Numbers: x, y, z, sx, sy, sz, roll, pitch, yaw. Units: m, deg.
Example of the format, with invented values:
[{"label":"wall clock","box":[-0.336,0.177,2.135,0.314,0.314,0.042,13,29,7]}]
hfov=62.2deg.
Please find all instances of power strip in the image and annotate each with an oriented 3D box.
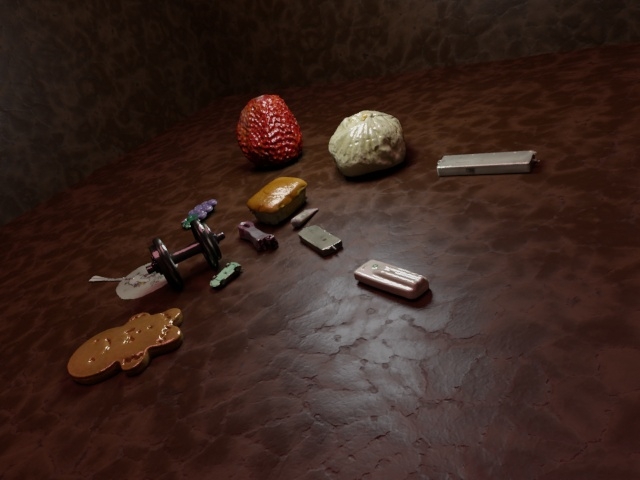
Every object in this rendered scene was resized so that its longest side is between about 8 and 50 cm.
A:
[{"label":"power strip","box":[0.608,-0.282,1.944,0.368,0.043,0.106,2,35,33]},{"label":"power strip","box":[0.000,0.000,1.820,0.080,0.029,0.227,-27,29,-19]}]

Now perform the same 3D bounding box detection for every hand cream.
[{"label":"hand cream","box":[-0.065,-0.091,2.016,0.061,0.039,0.143,-7,21,33]}]

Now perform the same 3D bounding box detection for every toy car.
[{"label":"toy car","box":[-0.319,0.119,1.792,0.059,0.035,0.122,13,50,44]}]

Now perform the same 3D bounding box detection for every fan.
[{"label":"fan","box":[-0.724,0.144,2.000,0.415,0.012,0.233,-3,32,25]}]

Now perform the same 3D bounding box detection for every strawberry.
[{"label":"strawberry","box":[-0.252,-0.521,2.539,0.312,0.351,0.267,-11,37,1]}]

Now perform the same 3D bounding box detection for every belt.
[{"label":"belt","box":[-0.239,-0.016,1.961,0.071,0.053,0.232,-25,29,-27]}]

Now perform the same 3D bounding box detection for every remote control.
[{"label":"remote control","box":[0.198,0.104,1.505,0.090,0.049,0.230,-34,31,-30]}]

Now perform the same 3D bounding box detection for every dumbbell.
[{"label":"dumbbell","box":[-0.467,0.042,1.850,0.290,0.192,0.192,-27,30,-16]}]

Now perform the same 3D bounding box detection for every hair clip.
[{"label":"hair clip","box":[-0.525,-0.110,2.305,0.124,0.052,0.195,1,42,45]}]

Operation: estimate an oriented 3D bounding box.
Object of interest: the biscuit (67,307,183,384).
[{"label":"biscuit","box":[-0.584,0.311,1.595,0.355,0.052,0.275,-18,29,-2]}]

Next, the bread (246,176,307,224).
[{"label":"bread","box":[-0.166,-0.160,2.099,0.174,0.121,0.245,8,36,41]}]

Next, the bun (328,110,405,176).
[{"label":"bun","box":[0.197,-0.424,2.237,0.353,0.227,0.349,-31,29,-26]}]
